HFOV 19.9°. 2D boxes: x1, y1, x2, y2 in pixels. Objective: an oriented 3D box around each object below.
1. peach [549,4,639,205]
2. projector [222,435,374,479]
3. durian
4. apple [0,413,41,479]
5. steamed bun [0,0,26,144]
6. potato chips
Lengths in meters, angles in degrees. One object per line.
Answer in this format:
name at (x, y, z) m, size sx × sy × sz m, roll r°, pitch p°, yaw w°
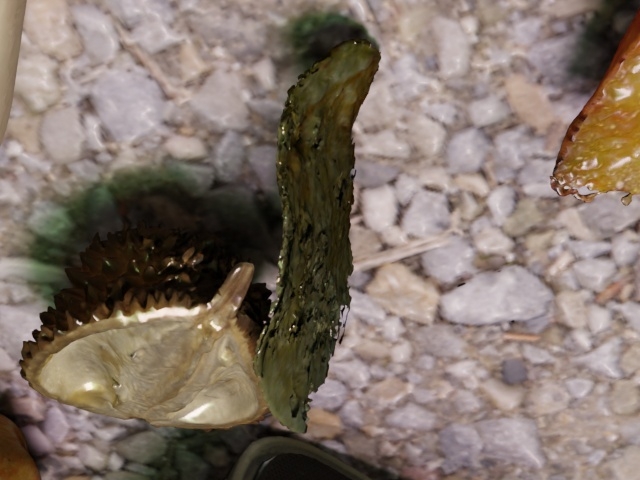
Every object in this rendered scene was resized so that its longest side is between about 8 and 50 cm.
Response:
peach at (0.228, -0.108, 0.880) m, size 0.279 × 0.068 × 0.189 m, roll -26°, pitch 139°, yaw 17°
projector at (-0.016, 0.308, 1.088) m, size 0.248 × 0.248 × 0.249 m, roll 32°, pitch 116°, yaw -6°
durian at (-0.078, 0.037, 0.972) m, size 0.148 × 0.091 × 0.188 m, roll 16°, pitch 153°, yaw -21°
apple at (-0.208, 0.161, 1.068) m, size 0.102 × 0.126 × 0.126 m, roll -24°, pitch 137°, yaw -16°
steamed bun at (-0.331, -0.137, 0.629) m, size 0.455 × 0.290 × 0.371 m, roll -10°, pitch 138°, yaw -25°
potato chips at (0.000, 0.000, 0.936) m, size 0.026 × 0.142 × 0.209 m, roll 14°, pitch 95°, yaw 16°
